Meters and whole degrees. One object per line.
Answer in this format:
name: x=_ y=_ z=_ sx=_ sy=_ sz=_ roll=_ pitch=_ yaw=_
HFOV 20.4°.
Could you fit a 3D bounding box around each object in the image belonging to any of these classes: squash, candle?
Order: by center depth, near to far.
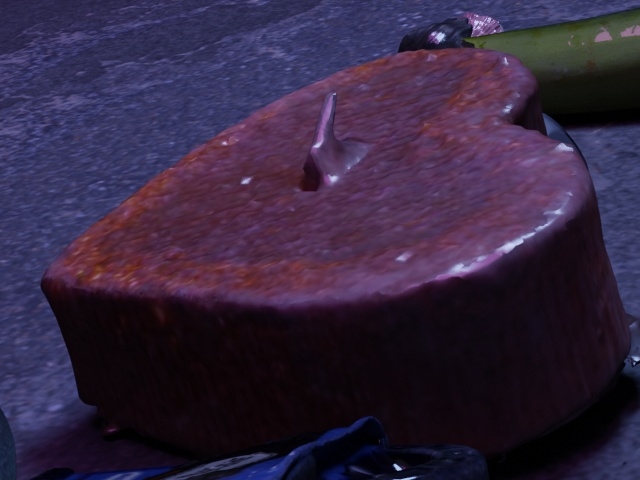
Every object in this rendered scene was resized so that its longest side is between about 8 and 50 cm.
candle: x=0.000 y=0.000 z=0.905 sx=0.287 sy=0.131 sz=0.317 roll=-16 pitch=23 yaw=6
squash: x=0.223 y=-0.130 z=1.270 sx=0.250 sy=0.083 sz=0.083 roll=-7 pitch=19 yaw=21

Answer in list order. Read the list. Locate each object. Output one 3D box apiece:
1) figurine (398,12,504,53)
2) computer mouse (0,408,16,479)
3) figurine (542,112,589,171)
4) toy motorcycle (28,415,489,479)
figurine: x=0.102 y=-0.156 z=1.436 sx=0.072 sy=0.054 sz=0.129 roll=-4 pitch=18 yaw=31
computer mouse: x=-0.201 y=0.143 z=0.739 sx=0.113 sy=0.068 sz=0.229 roll=10 pitch=35 yaw=17
figurine: x=0.118 y=-0.042 z=1.098 sx=0.094 sy=0.082 sz=0.086 roll=-15 pitch=0 yaw=-45
toy motorcycle: x=-0.062 y=0.132 z=0.513 sx=0.212 sy=0.125 sz=0.358 roll=-7 pitch=0 yaw=13
